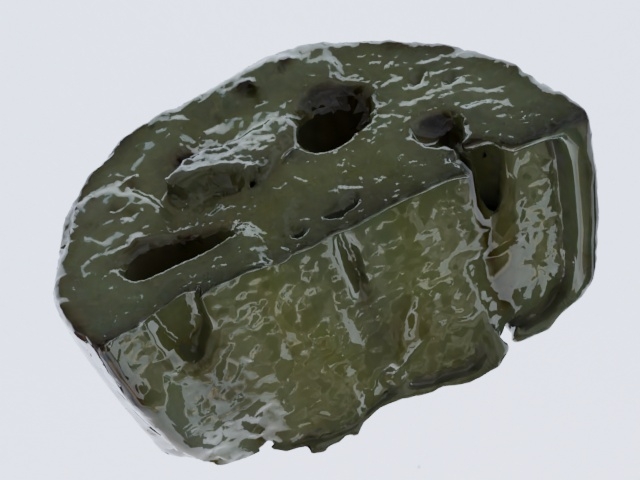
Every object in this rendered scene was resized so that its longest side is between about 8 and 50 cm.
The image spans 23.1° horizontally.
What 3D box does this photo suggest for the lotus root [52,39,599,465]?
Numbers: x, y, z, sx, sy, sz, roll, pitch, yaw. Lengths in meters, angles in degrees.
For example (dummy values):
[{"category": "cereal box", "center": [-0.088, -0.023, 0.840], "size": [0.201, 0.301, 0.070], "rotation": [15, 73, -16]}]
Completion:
[{"category": "lotus root", "center": [0.000, 0.000, 0.701], "size": [0.235, 0.119, 0.138], "rotation": [-20, -132, -7]}]
